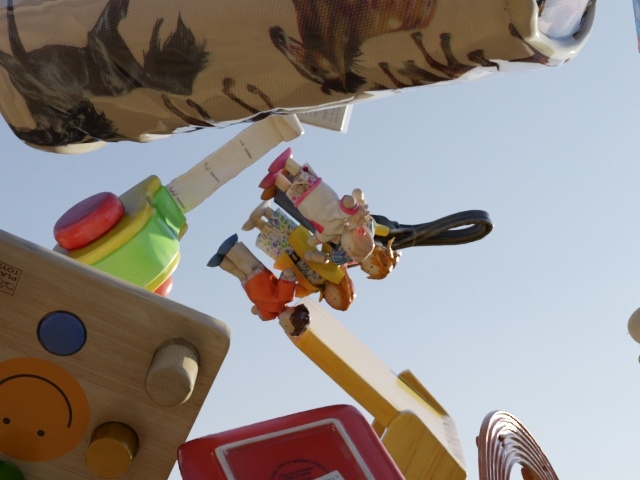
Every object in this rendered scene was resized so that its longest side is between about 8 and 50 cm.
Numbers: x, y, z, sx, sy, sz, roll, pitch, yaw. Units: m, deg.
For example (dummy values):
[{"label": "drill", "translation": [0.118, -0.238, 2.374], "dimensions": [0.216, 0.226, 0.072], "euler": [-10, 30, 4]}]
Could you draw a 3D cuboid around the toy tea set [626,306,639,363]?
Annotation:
[{"label": "toy tea set", "translation": [0.576, 0.080, 1.398], "dimensions": [0.200, 0.336, 0.124], "euler": [12, -40, 45]}]

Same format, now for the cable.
[{"label": "cable", "translation": [0.117, 0.007, 1.536], "dimensions": [0.287, 0.072, 0.139], "euler": [4, -43, -14]}]

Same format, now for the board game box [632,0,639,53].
[{"label": "board game box", "translation": [0.630, -0.443, 1.555], "dimensions": [0.308, 0.086, 0.302], "euler": [-20, -51, 5]}]

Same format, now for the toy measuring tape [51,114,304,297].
[{"label": "toy measuring tape", "translation": [-0.138, -0.020, 0.948], "dimensions": [0.330, 0.121, 0.121], "euler": [-36, -23, -12]}]

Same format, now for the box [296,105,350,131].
[{"label": "box", "translation": [0.004, -0.273, 1.659], "dimensions": [0.119, 0.180, 0.182], "euler": [15, 6, 2]}]

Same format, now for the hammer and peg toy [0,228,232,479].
[{"label": "hammer and peg toy", "translation": [-0.279, 0.105, 0.818], "dimensions": [0.361, 0.265, 0.127], "euler": [24, 17, -8]}]

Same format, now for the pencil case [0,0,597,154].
[{"label": "pencil case", "translation": [-0.037, -0.154, 0.592], "dimensions": [0.410, 0.183, 0.160], "euler": [-5, -49, 38]}]

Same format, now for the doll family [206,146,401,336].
[{"label": "doll family", "translation": [0.000, 0.000, 1.130], "dimensions": [0.163, 0.118, 0.263], "euler": [42, -41, 4]}]

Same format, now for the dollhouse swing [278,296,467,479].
[{"label": "dollhouse swing", "translation": [0.027, 0.290, 1.441], "dimensions": [0.305, 0.315, 0.347], "euler": [27, 4, 3]}]

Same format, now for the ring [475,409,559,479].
[{"label": "ring", "translation": [0.232, 0.342, 1.068], "dimensions": [0.032, 0.336, 0.336], "euler": [-23, -36, 21]}]

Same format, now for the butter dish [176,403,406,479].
[{"label": "butter dish", "translation": [-0.017, 0.223, 0.788], "dimensions": [0.160, 0.160, 0.118], "euler": [-11, -54, -21]}]
